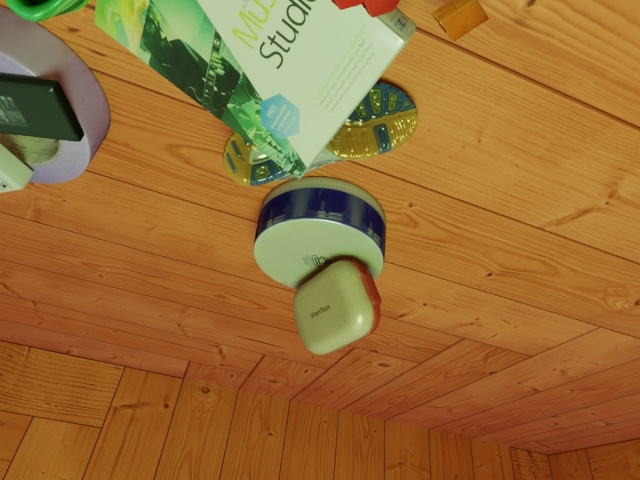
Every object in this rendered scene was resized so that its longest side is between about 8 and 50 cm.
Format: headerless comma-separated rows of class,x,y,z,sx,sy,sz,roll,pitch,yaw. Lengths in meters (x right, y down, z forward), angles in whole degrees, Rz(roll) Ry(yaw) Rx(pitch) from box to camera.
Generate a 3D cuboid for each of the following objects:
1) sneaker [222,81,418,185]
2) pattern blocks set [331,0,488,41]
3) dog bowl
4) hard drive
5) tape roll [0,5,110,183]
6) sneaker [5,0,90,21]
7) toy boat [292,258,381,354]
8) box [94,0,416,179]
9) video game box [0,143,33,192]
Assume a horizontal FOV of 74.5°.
sneaker,-0.002,-0.164,0.655,0.296,0.131,0.112,-13,97,1
pattern blocks set,0.169,-0.302,0.338,0.324,0.026,0.285,-15,152,-36
dog bowl,0.000,0.000,0.856,0.264,0.104,0.265,5,144,3
hard drive,-0.421,-0.187,0.594,0.135,0.022,0.094,7,143,0
tape roll,-0.488,-0.216,0.661,0.274,0.090,0.275,5,143,4
sneaker,-0.261,-0.344,0.421,0.109,0.124,0.295,24,140,-21
toy boat,0.050,0.134,0.849,0.151,0.151,0.231,-3,155,-40
box,-0.091,-0.243,0.474,0.322,0.059,0.232,37,137,-7
video game box,-0.604,-0.149,0.656,0.186,0.048,0.205,-8,141,17
